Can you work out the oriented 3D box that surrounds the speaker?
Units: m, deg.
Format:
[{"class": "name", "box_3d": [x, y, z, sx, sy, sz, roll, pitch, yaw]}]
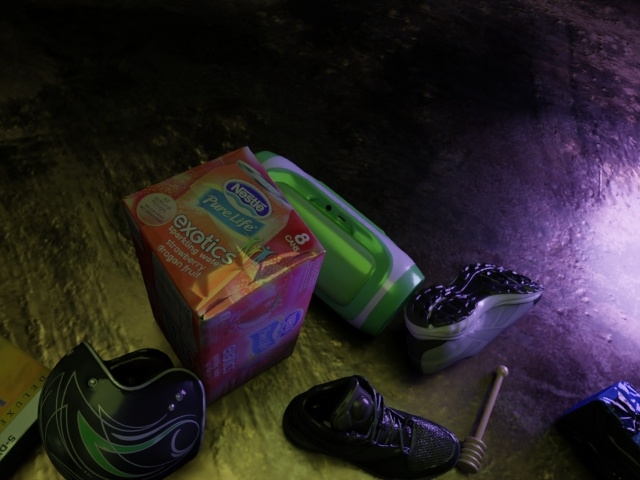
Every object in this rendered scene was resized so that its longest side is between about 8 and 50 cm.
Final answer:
[{"class": "speaker", "box_3d": [0.000, 0.000, 0.804, 0.296, 0.131, 0.131, 40, 61, 14]}]

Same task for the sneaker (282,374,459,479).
[{"class": "sneaker", "box_3d": [0.071, 0.231, 0.679, 0.227, 0.130, 0.087, 18, 60, -1]}]

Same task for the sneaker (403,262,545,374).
[{"class": "sneaker", "box_3d": [0.219, 0.107, 0.806, 0.271, 0.108, 0.100, -16, 30, -34]}]

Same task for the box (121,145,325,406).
[{"class": "box", "box_3d": [-0.110, 0.059, 0.646, 0.142, 0.300, 0.154, -28, 67, -23]}]

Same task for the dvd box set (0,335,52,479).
[{"class": "dvd box set", "box_3d": [-0.549, 0.184, 0.635, 0.420, 0.062, 0.307, 31, 60, 9]}]

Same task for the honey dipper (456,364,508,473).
[{"class": "honey dipper", "box_3d": [0.226, 0.237, 0.760, 0.030, 0.030, 0.160, 31, 57, 9]}]

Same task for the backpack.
[{"class": "backpack", "box_3d": [0.404, 0.257, 0.739, 0.101, 0.098, 0.120, -22, 65, -25]}]

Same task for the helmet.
[{"class": "helmet", "box_3d": [-0.225, 0.194, 0.624, 0.161, 0.169, 0.169, 0, 58, -32]}]
